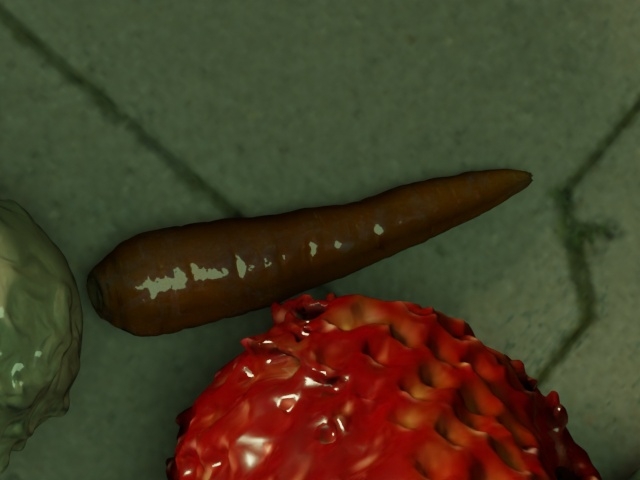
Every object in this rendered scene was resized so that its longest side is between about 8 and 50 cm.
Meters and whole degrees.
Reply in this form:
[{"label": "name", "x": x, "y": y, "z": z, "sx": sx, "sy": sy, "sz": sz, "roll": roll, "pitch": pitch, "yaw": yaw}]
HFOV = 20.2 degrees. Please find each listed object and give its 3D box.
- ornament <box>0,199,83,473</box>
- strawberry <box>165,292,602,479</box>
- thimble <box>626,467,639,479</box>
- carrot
[{"label": "ornament", "x": -0.215, "y": 0.096, "z": 0.742, "sx": 0.130, "sy": 0.120, "sz": 0.285, "roll": 42, "pitch": 84, "yaw": -1}, {"label": "strawberry", "x": 0.041, "y": 0.131, "z": 0.737, "sx": 0.205, "sy": 0.244, "sz": 0.205, "roll": -2, "pitch": 98, "yaw": -14}, {"label": "thimble", "x": 0.233, "y": 0.215, "z": 0.823, "sx": 0.254, "sy": 0.167, "sz": 0.288, "roll": 15, "pitch": 93, "yaw": -13}, {"label": "carrot", "x": 0.000, "y": 0.000, "z": 0.823, "sx": 0.216, "sy": 0.048, "sz": 0.048, "roll": -15, "pitch": 98, "yaw": -14}]
